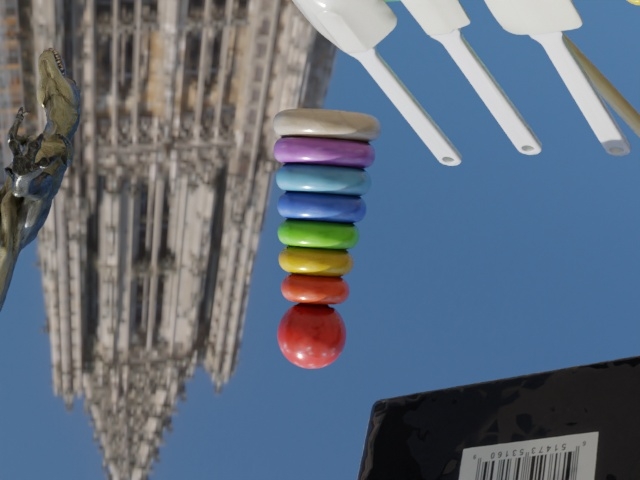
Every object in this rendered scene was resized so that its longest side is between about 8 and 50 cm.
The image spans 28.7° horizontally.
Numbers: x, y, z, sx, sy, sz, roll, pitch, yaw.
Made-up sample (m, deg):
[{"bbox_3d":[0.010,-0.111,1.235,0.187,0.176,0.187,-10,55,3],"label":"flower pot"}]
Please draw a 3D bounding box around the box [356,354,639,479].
[{"bbox_3d":[0.219,0.232,0.850,0.294,0.296,0.182,40,-131,-35],"label":"box"}]

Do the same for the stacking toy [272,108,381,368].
[{"bbox_3d":[0.000,0.000,1.615,0.141,0.141,0.330,3,-88,-8],"label":"stacking toy"}]

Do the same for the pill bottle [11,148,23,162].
[{"bbox_3d":[-0.380,-0.102,1.660,0.043,0.083,0.043,-1,-87,-25],"label":"pill bottle"}]

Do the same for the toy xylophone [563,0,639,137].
[{"bbox_3d":[0.253,-0.192,0.847,0.322,0.236,0.081,47,-162,23],"label":"toy xylophone"}]

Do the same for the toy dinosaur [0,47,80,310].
[{"bbox_3d":[-0.226,-0.019,0.898,0.064,0.118,0.268,21,-100,1],"label":"toy dinosaur"}]

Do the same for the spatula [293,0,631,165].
[{"bbox_3d":[0.091,-0.108,0.768,0.168,0.242,0.019,-3,-114,28],"label":"spatula"}]
